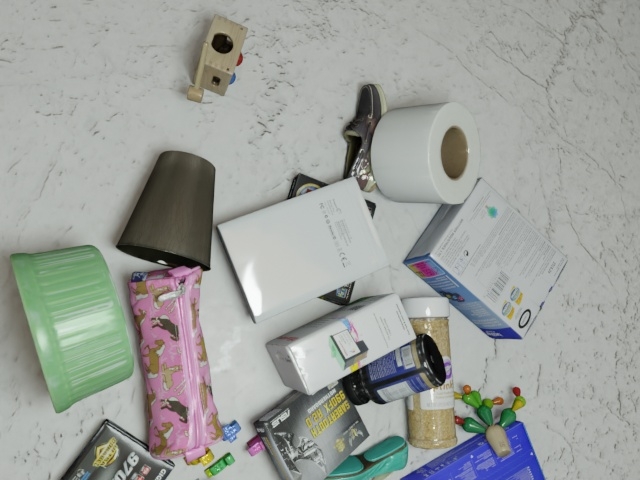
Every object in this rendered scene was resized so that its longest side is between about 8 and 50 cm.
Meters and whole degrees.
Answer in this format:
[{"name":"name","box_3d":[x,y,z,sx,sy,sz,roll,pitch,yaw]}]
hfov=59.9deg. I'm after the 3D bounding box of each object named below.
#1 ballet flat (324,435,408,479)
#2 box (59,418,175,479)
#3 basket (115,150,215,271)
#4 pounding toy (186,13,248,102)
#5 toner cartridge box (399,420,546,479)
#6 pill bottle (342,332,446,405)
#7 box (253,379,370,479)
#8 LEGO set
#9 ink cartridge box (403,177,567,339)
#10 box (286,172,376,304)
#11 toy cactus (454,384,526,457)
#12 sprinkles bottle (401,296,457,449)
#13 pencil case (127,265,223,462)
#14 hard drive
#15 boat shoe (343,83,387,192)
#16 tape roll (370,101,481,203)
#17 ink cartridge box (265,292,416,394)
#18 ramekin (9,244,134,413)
[{"name":"ballet flat","box_3d":[0.101,0.541,1.298,0.247,0.083,0.087,-14,100,-19]},{"name":"box","box_3d":[-0.435,0.507,1.131,0.175,0.051,0.220,39,71,-10]},{"name":"basket","box_3d":[-0.314,-0.067,1.216,0.204,0.154,0.227,19,72,-27]},{"name":"pounding toy","box_3d":[-0.234,-0.398,1.276,0.094,0.181,0.206,19,76,-16]},{"name":"toner cartridge box","box_3d":[0.383,0.598,1.386,0.347,0.075,0.165,-20,89,-20]},{"name":"pill bottle","box_3d":[0.166,0.305,1.282,0.219,0.123,0.123,-25,90,24]},{"name":"box","box_3d":[-0.015,0.426,1.249,0.231,0.056,0.183,-27,90,-40]},{"name":"LEGO set","box_3d":[-0.219,0.465,1.190,0.227,0.093,0.087,-33,93,-20]},{"name":"ink cartridge box","box_3d":[0.456,0.074,1.455,0.395,0.151,0.270,40,72,-8]},{"name":"box","box_3d":[0.000,0.000,1.358,0.216,0.060,0.270,21,75,-15]},{"name":"toy cactus","box_3d":[0.425,0.443,1.384,0.218,0.112,0.181,-4,40,-11]},{"name":"sprinkles bottle","box_3d":[0.266,0.318,1.367,0.121,0.121,0.356,1,82,-19]},{"name":"pencil case","box_3d":[-0.299,0.248,1.153,0.160,0.167,0.386,-9,86,8]},{"name":"hard drive","box_3d":[-0.034,0.016,1.287,0.353,0.047,0.233,-22,89,-21]},{"name":"boat shoe","box_3d":[0.106,-0.267,1.417,0.092,0.103,0.285,7,85,-23]},{"name":"tape roll","box_3d":[0.263,-0.213,1.376,0.246,0.169,0.246,-7,100,-46]},{"name":"ink cartridge box","box_3d":[0.040,0.229,1.259,0.278,0.201,0.117,-23,89,-21]},{"name":"ramekin","box_3d":[-0.465,0.154,1.053,0.148,0.303,0.304,-16,87,-28]}]
